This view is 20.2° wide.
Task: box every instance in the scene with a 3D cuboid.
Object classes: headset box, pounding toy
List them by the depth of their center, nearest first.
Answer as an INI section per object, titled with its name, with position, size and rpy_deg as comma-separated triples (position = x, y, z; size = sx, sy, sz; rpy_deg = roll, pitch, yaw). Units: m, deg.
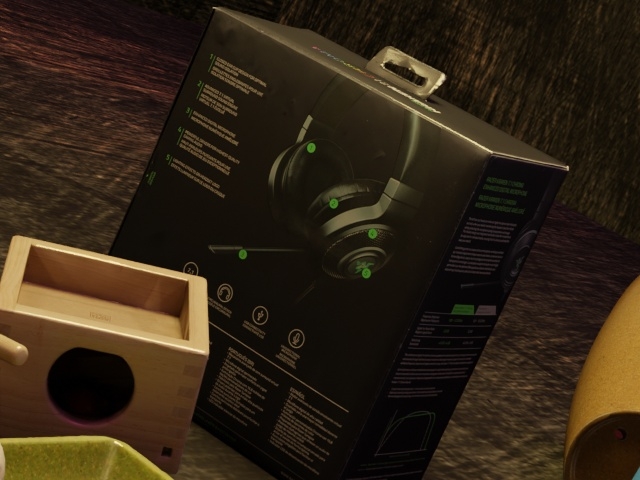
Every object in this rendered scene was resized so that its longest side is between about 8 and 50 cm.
[pounding toy]
position = -0.177, 0.072, 1.064
size = 0.206, 0.094, 0.181
rpy_deg = 13, 18, -9
[headset box]
position = 0.000, 0.000, 1.251
size = 0.246, 0.283, 0.131
rpy_deg = 30, 13, 29

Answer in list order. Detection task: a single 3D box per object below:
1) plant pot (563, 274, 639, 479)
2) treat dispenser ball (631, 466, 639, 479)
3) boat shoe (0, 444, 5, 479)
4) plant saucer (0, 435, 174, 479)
[plant pot]
position = 0.292, 0.146, 1.412
size = 0.237, 0.237, 0.254
rpy_deg = 28, 25, 20
[treat dispenser ball]
position = 0.286, 0.197, 0.919
size = 0.288, 0.288, 0.288
rpy_deg = 23, 11, -5
[boat shoe]
position = -0.283, 0.087, 0.704
size = 0.324, 0.116, 0.097
rpy_deg = 16, 18, -19
[plant saucer]
position = -0.109, 0.162, 0.880
size = 0.188, 0.045, 0.188
rpy_deg = 32, 14, 32
